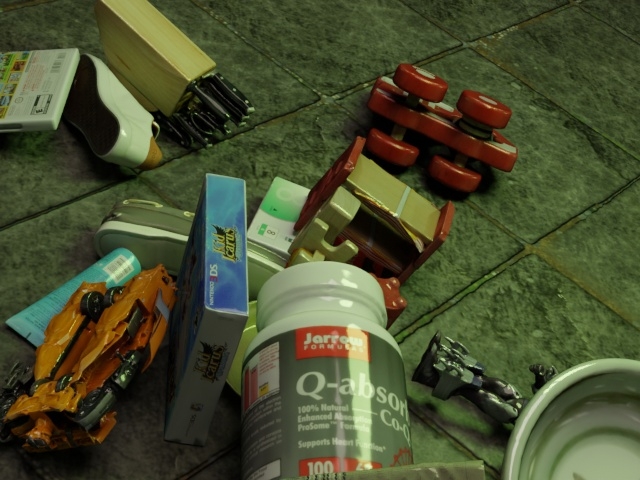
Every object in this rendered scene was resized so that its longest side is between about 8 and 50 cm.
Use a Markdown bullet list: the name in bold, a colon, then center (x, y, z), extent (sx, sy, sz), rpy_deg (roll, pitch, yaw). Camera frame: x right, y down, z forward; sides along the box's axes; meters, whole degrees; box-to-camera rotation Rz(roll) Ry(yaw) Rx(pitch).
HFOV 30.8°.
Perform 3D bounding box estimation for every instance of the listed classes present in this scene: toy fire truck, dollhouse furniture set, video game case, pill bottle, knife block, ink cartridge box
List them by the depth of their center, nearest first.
- **pill bottle**: center (0.005, 0.218, 1.434), extent (0.210, 0.210, 0.363), rpy_deg (9, 49, -14)
- **video game case**: center (-0.153, 0.088, 1.534), extent (0.061, 0.244, 0.269), rpy_deg (10, 38, -12)
- **dollhouse furniture set**: center (0.055, 0.026, 1.737), extent (0.201, 0.152, 0.374), rpy_deg (36, 35, -8)
- **ink cartridge box**: center (0.000, 0.000, 1.874), extent (0.225, 0.056, 0.181), rpy_deg (20, 37, 2)
- **video game case**: center (-0.516, -0.246, 1.909), extent (0.206, 0.026, 0.227), rpy_deg (-3, 39, 3)
- **knife block**: center (-0.242, -0.295, 1.981), extent (0.242, 0.275, 0.088), rpy_deg (4, 28, 29)
- **toy fire truck**: center (0.229, -0.223, 2.183), extent (0.302, 0.169, 0.254), rpy_deg (24, 19, 3)

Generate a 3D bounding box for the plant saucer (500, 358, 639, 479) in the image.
- **plant saucer**: center (0.388, 0.356, 1.499), extent (0.400, 0.100, 0.400), rpy_deg (8, 69, -21)

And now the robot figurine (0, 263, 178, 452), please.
- **robot figurine**: center (-0.291, 0.155, 1.467), extent (0.211, 0.085, 0.291), rpy_deg (-12, 36, 29)

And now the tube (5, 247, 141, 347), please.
- **tube**: center (-0.337, 0.081, 1.625), extent (0.080, 0.052, 0.207), rpy_deg (30, 43, 20)

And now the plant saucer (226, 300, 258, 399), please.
- **plant saucer**: center (-0.038, 0.179, 1.647), extent (0.241, 0.037, 0.241), rpy_deg (13, 39, -11)

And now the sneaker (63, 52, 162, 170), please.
- **sneaker**: center (-0.348, -0.206, 1.953), extent (0.123, 0.106, 0.290), rpy_deg (24, 24, -42)

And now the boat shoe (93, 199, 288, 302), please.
- **boat shoe**: center (-0.179, 0.011, 1.730), extent (0.305, 0.109, 0.091), rpy_deg (15, 42, -1)

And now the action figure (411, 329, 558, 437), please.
- **action figure**: center (0.273, 0.237, 1.672), extent (0.285, 0.099, 0.185), rpy_deg (29, 29, 4)

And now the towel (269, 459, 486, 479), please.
- **towel**: center (0.035, 0.396, 1.198), extent (0.324, 0.056, 0.312), rpy_deg (-6, 73, 8)
